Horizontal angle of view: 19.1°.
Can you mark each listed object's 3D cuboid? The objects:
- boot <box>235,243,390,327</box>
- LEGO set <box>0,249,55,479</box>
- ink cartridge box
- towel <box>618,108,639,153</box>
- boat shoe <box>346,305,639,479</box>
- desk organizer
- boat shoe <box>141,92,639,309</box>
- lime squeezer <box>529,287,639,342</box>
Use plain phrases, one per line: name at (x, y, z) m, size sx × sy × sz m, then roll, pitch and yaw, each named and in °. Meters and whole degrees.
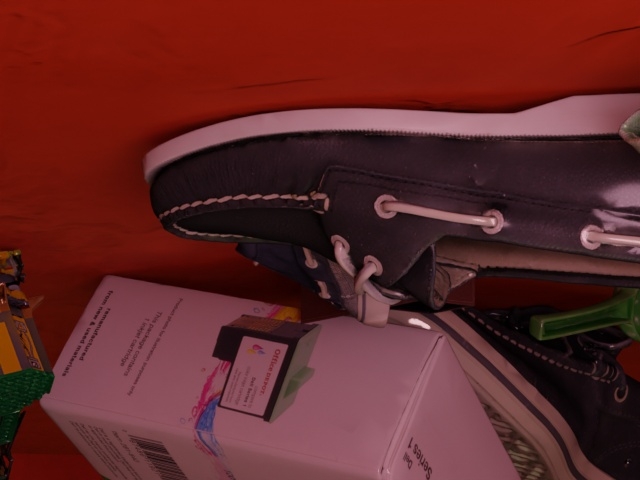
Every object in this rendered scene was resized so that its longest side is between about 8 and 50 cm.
boot at (0.000, 0.000, 1.082) m, size 0.086 × 0.069 × 0.190 m, roll 6°, pitch 162°, yaw 4°
LEGO set at (-0.323, 0.087, 1.304) m, size 0.255 × 0.192 × 0.331 m, roll -17°, pitch 156°, yaw -16°
ink cartridge box at (-0.023, 0.141, 1.327) m, size 0.278 × 0.117 × 0.201 m, roll 9°, pitch 148°, yaw 31°
towel at (0.321, -0.001, 0.765) m, size 0.325 × 0.038 × 0.248 m, roll 30°, pitch 148°, yaw -26°
boat shoe at (0.155, 0.123, 1.491) m, size 0.187 × 0.156 × 0.500 m, roll -2°, pitch 155°, yaw 37°
desk organizer at (0.041, 0.023, 1.211) m, size 0.047 × 0.050 × 0.130 m, roll 8°, pitch 167°, yaw -36°
boat shoe at (0.056, -0.013, 0.913) m, size 0.302 × 0.091 × 0.114 m, roll -4°, pitch 168°, yaw 20°
lime squeezer at (0.270, 0.043, 1.283) m, size 0.310 × 0.059 × 0.110 m, roll 2°, pitch 175°, yaw -17°
